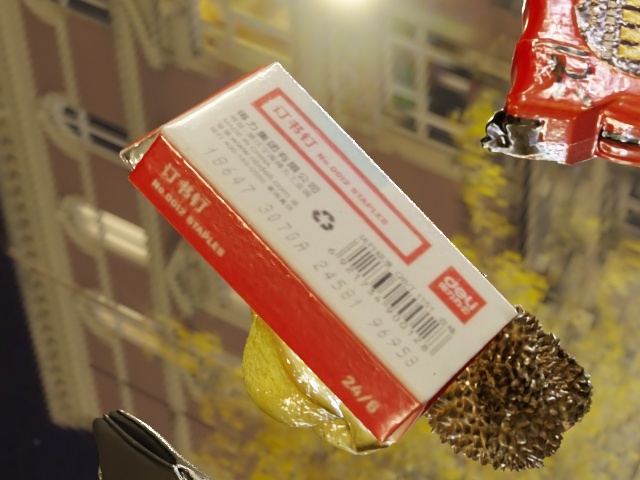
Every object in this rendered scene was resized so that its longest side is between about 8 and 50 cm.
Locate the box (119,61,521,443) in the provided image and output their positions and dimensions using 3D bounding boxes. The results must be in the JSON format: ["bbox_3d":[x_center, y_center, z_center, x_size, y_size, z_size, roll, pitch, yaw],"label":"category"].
[{"bbox_3d":[0.000,0.000,1.003,0.050,0.229,0.123,-49,-7,39],"label":"box"}]

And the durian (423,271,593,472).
[{"bbox_3d":[0.117,0.091,1.082,0.071,0.110,0.140,-101,-4,-71],"label":"durian"}]

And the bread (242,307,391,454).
[{"bbox_3d":[-0.012,0.133,1.540,0.149,0.187,0.065,34,-78,-34],"label":"bread"}]

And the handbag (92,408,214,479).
[{"bbox_3d":[-0.202,0.383,2.167,0.152,0.288,0.342,-18,-56,-26],"label":"handbag"}]

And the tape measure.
[{"bbox_3d":[0.296,-0.180,1.607,0.114,0.261,0.253,84,-164,-66],"label":"tape measure"}]
